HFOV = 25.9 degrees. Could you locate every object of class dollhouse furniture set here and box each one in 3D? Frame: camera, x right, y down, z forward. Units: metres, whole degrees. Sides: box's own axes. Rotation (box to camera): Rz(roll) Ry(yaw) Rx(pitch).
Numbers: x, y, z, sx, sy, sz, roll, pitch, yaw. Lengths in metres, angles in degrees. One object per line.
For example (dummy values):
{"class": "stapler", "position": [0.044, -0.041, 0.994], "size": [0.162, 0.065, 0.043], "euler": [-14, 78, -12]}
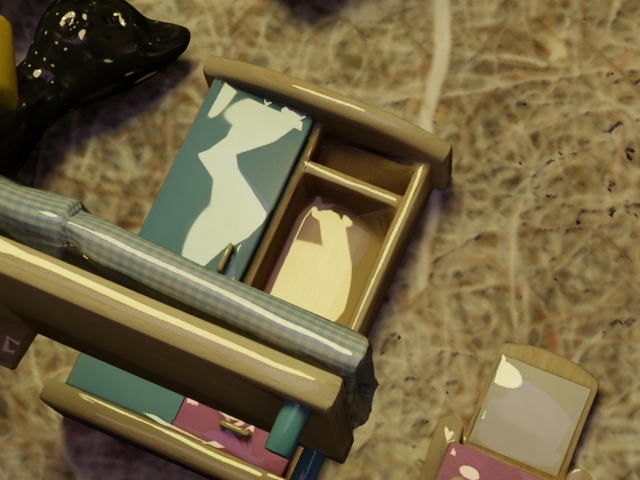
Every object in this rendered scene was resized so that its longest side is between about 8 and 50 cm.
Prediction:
{"class": "dollhouse furniture set", "position": [0.000, 0.000, 0.571], "size": [0.286, 0.303, 0.198], "euler": [21, 76, 11]}

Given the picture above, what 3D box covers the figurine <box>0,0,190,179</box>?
{"class": "figurine", "position": [-0.211, -0.110, 0.745], "size": [0.209, 0.092, 0.215], "euler": [-41, 73, -17]}
